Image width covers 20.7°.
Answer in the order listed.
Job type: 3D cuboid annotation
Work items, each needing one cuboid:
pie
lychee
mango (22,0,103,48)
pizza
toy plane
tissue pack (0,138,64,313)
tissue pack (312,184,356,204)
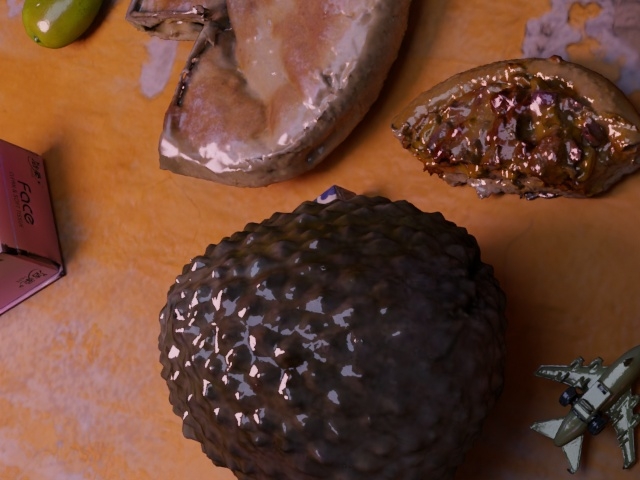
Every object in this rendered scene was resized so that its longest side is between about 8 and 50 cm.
[{"bbox_3d":[-0.042,-0.208,1.597,0.337,0.075,0.338,-14,64,30],"label":"pie"},{"bbox_3d":[0.014,0.084,1.341,0.255,0.274,0.255,-57,20,34],"label":"lychee"},{"bbox_3d":[-0.260,-0.245,1.796,0.073,0.056,0.108,37,97,35],"label":"mango"},{"bbox_3d":[0.157,-0.092,1.404,0.246,0.058,0.127,21,90,44],"label":"pizza"},{"bbox_3d":[0.208,0.118,1.304,0.102,0.040,0.111,45,107,20],"label":"toy plane"},{"bbox_3d":[-0.386,0.012,1.788,0.246,0.092,0.149,-30,60,28],"label":"tissue pack"},{"bbox_3d":[0.000,0.000,1.511,0.083,0.042,0.062,-37,58,25],"label":"tissue pack"}]
